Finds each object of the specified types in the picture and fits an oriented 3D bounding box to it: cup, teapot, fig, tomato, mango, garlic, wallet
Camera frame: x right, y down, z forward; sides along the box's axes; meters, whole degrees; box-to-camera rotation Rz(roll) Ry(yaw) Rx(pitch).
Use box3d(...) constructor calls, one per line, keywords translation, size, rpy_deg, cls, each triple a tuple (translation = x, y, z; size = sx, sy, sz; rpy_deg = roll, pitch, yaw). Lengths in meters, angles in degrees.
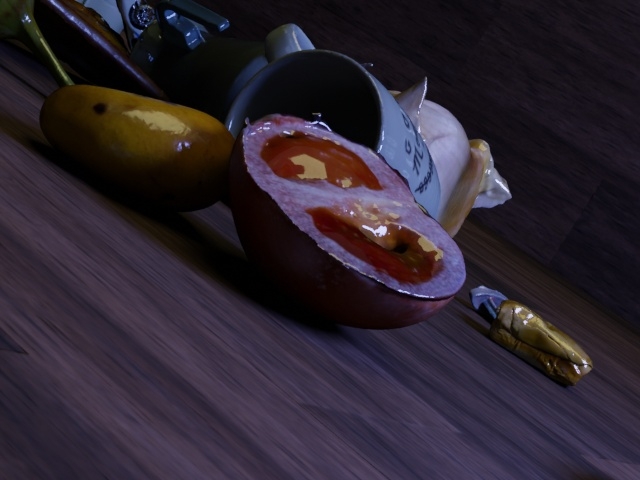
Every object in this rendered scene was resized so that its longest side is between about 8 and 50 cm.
box3d(translation=(0.016, -0.109, 1.571), size=(0.234, 0.186, 0.258), rpy_deg=(30, 38, -61), cls="cup")
box3d(translation=(-0.116, -0.187, 1.716), size=(0.225, 0.171, 0.203), rpy_deg=(29, -32, 36), cls="teapot")
box3d(translation=(-0.313, -0.248, 1.448), size=(0.259, 0.151, 0.151), rpy_deg=(38, 7, -4), cls="fig")
box3d(translation=(0.000, 0.000, 1.196), size=(0.199, 0.112, 0.228), rpy_deg=(10, 35, -42), cls="tomato")
box3d(translation=(-0.143, -0.078, 1.210), size=(0.178, 0.090, 0.115), rpy_deg=(21, 3, -42), cls="mango")
box3d(translation=(0.090, -0.111, 1.846), size=(0.313, 0.249, 0.286), rpy_deg=(10, 54, -61), cls="garlic")
box3d(translation=(-0.289, -0.229, 1.635), size=(0.137, 0.031, 0.255), rpy_deg=(16, -17, 44), cls="wallet")

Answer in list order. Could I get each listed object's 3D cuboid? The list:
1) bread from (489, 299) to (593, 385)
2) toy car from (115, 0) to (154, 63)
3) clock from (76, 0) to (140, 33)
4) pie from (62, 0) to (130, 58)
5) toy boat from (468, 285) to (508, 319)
box3d(translation=(0.258, 0.120, 1.706), size=(0.132, 0.053, 0.074), rpy_deg=(35, 8, 11), cls="bread")
box3d(translation=(-0.224, -0.256, 1.935), size=(0.205, 0.056, 0.095), rpy_deg=(59, -1, -23), cls="toy car")
box3d(translation=(-0.404, -0.405, 2.234), size=(0.265, 0.109, 0.324), rpy_deg=(30, 7, -8), cls="clock")
box3d(translation=(-0.354, -0.303, 1.904), size=(0.273, 0.069, 0.273), rpy_deg=(42, 9, -8), cls="pie")
box3d(translation=(0.242, 0.110, 1.835), size=(0.096, 0.034, 0.122), rpy_deg=(27, 18, -37), cls="toy boat")
